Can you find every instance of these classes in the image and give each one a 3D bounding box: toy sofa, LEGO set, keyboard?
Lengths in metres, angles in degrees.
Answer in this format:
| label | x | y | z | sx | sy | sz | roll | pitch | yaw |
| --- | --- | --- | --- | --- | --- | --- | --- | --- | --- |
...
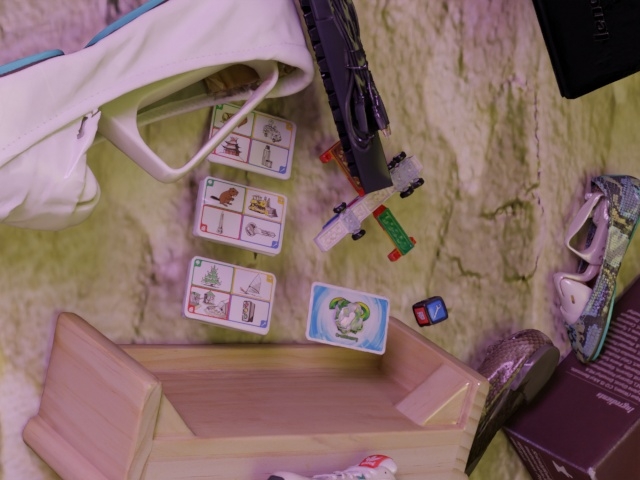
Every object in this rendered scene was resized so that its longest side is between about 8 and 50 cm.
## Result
| label | x | y | z | sx | sy | sz | roll | pitch | yaw |
| --- | --- | --- | --- | --- | --- | --- | --- | --- | --- |
| toy sofa | -0.051 | 0.166 | 1.401 | 0.363 | 0.150 | 0.177 | 2 | 109 | -37 |
| LEGO set | 0.000 | 0.000 | 1.423 | 0.244 | 0.060 | 0.182 | 13 | 77 | -26 |
| keyboard | -0.002 | -0.181 | 1.280 | 0.033 | 0.201 | 0.317 | -20 | 112 | -5 |

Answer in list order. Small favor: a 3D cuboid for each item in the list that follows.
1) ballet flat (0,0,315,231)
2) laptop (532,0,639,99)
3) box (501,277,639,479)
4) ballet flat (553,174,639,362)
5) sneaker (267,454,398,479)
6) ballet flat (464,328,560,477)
| label | x | y | z | sx | sy | sz | roll | pitch | yaw |
| --- | --- | --- | --- | --- | --- | --- | --- | --- | --- |
| ballet flat | -0.163 | -0.086 | 1.226 | 0.400 | 0.139 | 0.139 | -30 | 121 | -28 |
| laptop | 0.311 | -0.395 | 1.412 | 0.382 | 0.236 | 0.408 | 67 | 33 | -35 |
| box | 0.381 | 0.138 | 1.722 | 0.381 | 0.143 | 0.191 | -44 | 127 | -18 |
| ballet flat | 0.260 | 0.024 | 1.649 | 0.070 | 0.070 | 0.188 | 11 | 97 | -39 |
| sneaker | 0.020 | 0.197 | 1.341 | 0.161 | 0.057 | 0.075 | 34 | 72 | -40 |
| ballet flat | 0.128 | 0.179 | 1.606 | 0.250 | 0.058 | 0.084 | -49 | 149 | -6 |
